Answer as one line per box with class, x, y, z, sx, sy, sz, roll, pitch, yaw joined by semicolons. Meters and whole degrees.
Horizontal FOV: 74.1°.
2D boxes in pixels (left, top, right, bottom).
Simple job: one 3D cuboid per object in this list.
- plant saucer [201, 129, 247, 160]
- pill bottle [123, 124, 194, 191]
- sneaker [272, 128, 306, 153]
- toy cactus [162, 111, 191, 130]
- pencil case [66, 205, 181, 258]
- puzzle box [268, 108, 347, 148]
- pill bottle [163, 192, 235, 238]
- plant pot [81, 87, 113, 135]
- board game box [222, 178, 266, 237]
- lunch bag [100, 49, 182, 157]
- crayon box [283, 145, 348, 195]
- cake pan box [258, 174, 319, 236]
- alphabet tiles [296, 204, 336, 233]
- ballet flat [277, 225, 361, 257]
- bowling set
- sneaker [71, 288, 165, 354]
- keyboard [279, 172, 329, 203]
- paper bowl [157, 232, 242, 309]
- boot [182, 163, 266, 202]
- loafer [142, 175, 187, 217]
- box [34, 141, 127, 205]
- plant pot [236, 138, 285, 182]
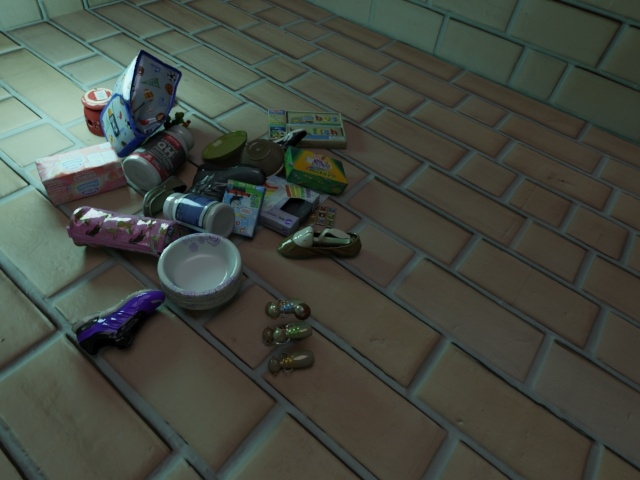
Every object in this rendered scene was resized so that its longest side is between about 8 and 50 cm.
plant saucer;-0.451;-0.446;2.025;0.240;0.037;0.241;-16;37;13
pill bottle;-0.704;-0.377;1.886;0.176;0.176;0.319;20;50;9
sneaker;-0.147;-0.453;2.081;0.216;0.079;0.121;-26;72;0
toy cactus;-0.713;-0.543;2.063;0.112;0.180;0.219;41;7;-9
pencil case;-0.727;-0.025;1.593;0.385;0.167;0.160;10;80;1
puzzle box;-0.074;-0.594;2.252;0.408;0.052;0.272;0;49;-8
pill bottle;-0.481;-0.099;1.671;0.264;0.153;0.153;18;47;26
plant pot;-1.054;-0.630;2.062;0.191;0.174;0.191;3;50;-3
board game box;-0.326;-0.131;1.741;0.160;0.039;0.212;13;85;7
lunch bag;-0.822;-0.587;1.897;0.238;0.327;0.386;19;70;-38
crayon box;-0.024;-0.318;1.941;0.278;0.081;0.165;12;45;-25
cake pan box;-0.166;-0.152;1.832;0.266;0.070;0.246;26;54;18
alphabet tiles;-0.056;-0.093;1.845;0.237;0.009;0.198;10;49;0
ballet flat;0.000;0.000;1.695;0.342;0.124;0.116;4;49;-5
bowling set;-0.117;0.268;1.404;0.154;0.200;0.287;-8;47;-13
sneaker;-0.634;0.276;1.386;0.293;0.102;0.146;-28;62;-22
keyboard;-0.079;-0.251;1.979;0.256;0.014;0.072;32;47;18
paper bowl;-0.422;0.120;1.513;0.284;0.148;0.284;4;49;-4
boot;-0.414;-0.219;1.837;0.338;0.118;0.223;0;50;14
loafer;-0.650;-0.184;1.780;0.087;0.094;0.251;17;49;12
box;-0.998;-0.282;1.783;0.299;0.142;0.154;-23;56;-25
plant pot;-0.280;-0.389;1.963;0.237;0.110;0.238;-2;64;4
